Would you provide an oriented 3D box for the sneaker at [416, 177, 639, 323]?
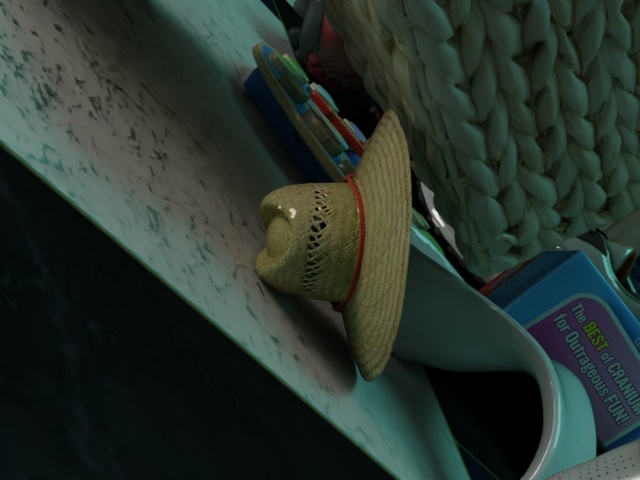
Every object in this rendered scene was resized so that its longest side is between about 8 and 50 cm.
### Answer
[{"bbox_3d":[0.184,0.014,1.224,0.271,0.108,0.100,46,14,23],"label":"sneaker"}]

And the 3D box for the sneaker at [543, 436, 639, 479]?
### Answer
[{"bbox_3d":[0.152,0.185,0.680,0.103,0.111,0.252,-80,153,-64],"label":"sneaker"}]

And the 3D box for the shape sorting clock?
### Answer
[{"bbox_3d":[0.023,-0.052,1.024,0.206,0.040,0.206,48,13,-15],"label":"shape sorting clock"}]

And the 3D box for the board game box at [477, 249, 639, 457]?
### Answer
[{"bbox_3d":[0.228,0.148,1.009,0.316,0.064,0.242,52,0,0],"label":"board game box"}]

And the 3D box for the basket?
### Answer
[{"bbox_3d":[0.108,-0.214,0.756,0.328,0.266,0.331,63,0,33],"label":"basket"}]

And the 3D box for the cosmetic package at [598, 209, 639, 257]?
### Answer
[{"bbox_3d":[0.307,-0.089,1.507,0.129,0.296,0.153,47,9,-22],"label":"cosmetic package"}]

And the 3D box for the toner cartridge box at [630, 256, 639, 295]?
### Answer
[{"bbox_3d":[0.399,0.146,1.493,0.075,0.165,0.347,31,23,-55],"label":"toner cartridge box"}]

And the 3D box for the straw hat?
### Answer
[{"bbox_3d":[0.000,0.000,0.737,0.061,0.144,0.144,4,26,-9],"label":"straw hat"}]

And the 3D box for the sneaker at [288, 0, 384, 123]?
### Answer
[{"bbox_3d":[0.078,-0.144,1.252,0.135,0.097,0.276,18,-7,31],"label":"sneaker"}]

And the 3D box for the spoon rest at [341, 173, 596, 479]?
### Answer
[{"bbox_3d":[0.078,0.055,0.817,0.137,0.084,0.276,42,16,-37],"label":"spoon rest"}]
